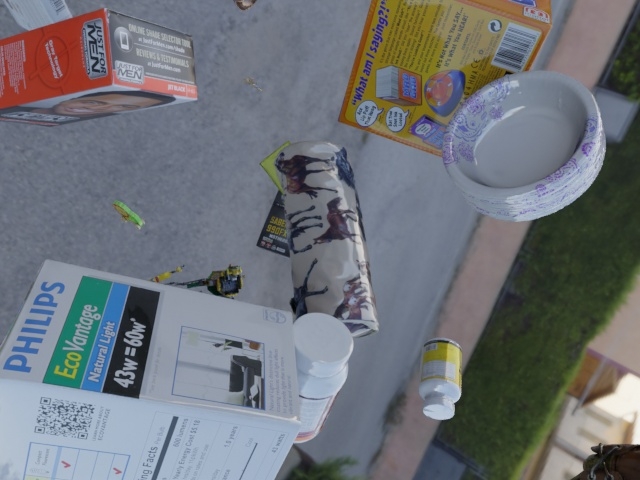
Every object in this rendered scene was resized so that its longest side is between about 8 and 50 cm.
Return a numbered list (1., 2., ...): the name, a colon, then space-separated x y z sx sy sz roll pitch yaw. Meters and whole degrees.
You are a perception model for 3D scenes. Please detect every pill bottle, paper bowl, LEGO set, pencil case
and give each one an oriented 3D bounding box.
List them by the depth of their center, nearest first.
1. pill bottle: -0.024 0.227 0.981 0.121 0.121 0.221 -35 153 -44
2. paper bowl: 0.388 -0.168 1.137 0.284 0.284 0.148 -57 138 -9
3. pencil case: 0.000 0.000 1.205 0.160 0.183 0.410 36 43 -64
4. LEGO set: -0.260 0.174 1.232 0.331 0.192 0.255 2 85 -34
5. pill bottle: 0.296 0.342 1.479 0.103 0.103 0.184 88 12 -48

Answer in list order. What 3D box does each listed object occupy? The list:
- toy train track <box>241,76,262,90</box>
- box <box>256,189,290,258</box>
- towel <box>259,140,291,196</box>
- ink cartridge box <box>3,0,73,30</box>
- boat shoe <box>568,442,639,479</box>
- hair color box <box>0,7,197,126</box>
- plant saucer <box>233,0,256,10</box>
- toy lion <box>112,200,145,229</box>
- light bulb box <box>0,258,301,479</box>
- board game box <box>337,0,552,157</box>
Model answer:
1. toy train track: -0.170 -0.400 1.520 0.083 0.048 0.014 18 84 -68
2. box: -0.045 -0.028 1.695 0.183 0.231 0.056 -68 158 -5
3. towel: -0.043 -0.120 1.460 0.102 0.237 0.021 -43 -167 -26
4. ink cartridge box: -0.662 -0.550 1.378 0.066 0.232 0.189 -43 152 -20
5. boat shoe: 0.346 0.291 0.685 0.110 0.104 0.307 -30 150 -41
6. hair color box: -0.155 -0.103 0.375 0.072 0.141 0.043 -11 97 -60
7. plant saucer: -0.187 -0.678 1.529 0.168 0.029 0.168 -58 166 -24
8. toy lion: -0.626 -0.088 1.934 0.034 0.100 0.096 -55 157 -26
9. light bulb box: -0.257 0.261 0.844 0.225 0.361 0.358 -101 -150 -56
10. board game box: 0.287 -0.450 1.398 0.356 0.356 0.357 -67 176 -48
